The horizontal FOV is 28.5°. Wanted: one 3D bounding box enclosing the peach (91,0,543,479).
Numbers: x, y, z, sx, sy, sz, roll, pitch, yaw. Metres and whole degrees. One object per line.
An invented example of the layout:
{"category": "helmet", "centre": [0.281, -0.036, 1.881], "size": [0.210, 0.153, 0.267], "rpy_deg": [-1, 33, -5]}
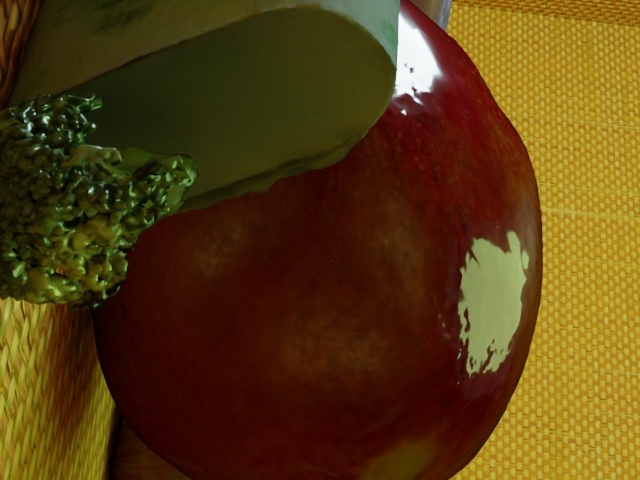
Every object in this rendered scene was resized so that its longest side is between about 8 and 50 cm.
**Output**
{"category": "peach", "centre": [0.000, 0.000, 0.806], "size": [0.308, 0.307, 0.333], "rpy_deg": [158, -59, -88]}

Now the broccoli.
{"category": "broccoli", "centre": [-0.088, -0.012, 0.449], "size": [0.095, 0.092, 0.097], "rpy_deg": [59, -42, 43]}

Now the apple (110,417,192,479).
{"category": "apple", "centre": [-0.109, 0.186, 1.066], "size": [0.146, 0.130, 0.146], "rpy_deg": [-179, -90, -90]}

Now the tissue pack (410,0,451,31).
{"category": "tissue pack", "centre": [0.009, -0.295, 1.058], "size": [0.160, 0.242, 0.338], "rpy_deg": [-67, 169, -52]}

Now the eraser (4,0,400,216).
{"category": "eraser", "centre": [-0.045, -0.122, 0.552], "size": [0.081, 0.174, 0.227], "rpy_deg": [53, 29, -41]}
